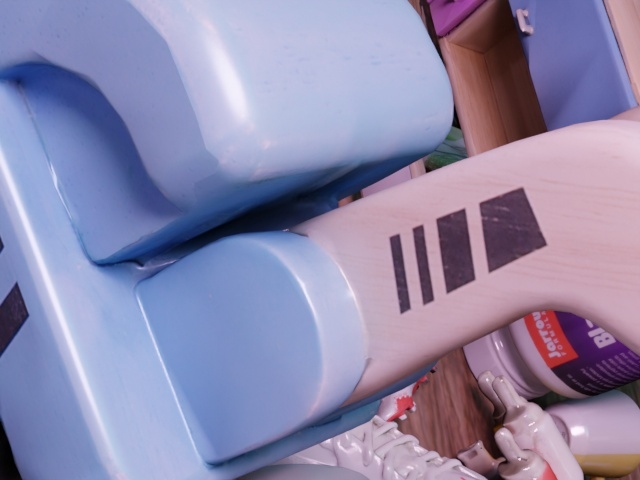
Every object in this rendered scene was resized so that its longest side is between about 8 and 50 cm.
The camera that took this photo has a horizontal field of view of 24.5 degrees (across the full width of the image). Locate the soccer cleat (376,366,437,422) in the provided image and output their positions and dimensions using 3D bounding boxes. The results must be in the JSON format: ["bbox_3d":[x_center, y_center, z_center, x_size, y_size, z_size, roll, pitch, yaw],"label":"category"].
[{"bbox_3d":[0.046,0.088,0.913,0.035,0.029,0.083,47,36,-5],"label":"soccer cleat"}]

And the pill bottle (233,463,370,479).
[{"bbox_3d":[-0.009,0.218,0.694,0.118,0.118,0.208,21,53,-40],"label":"pill bottle"}]

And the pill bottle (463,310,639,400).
[{"bbox_3d":[0.190,0.041,0.970,0.108,0.193,0.108,27,49,-36],"label":"pill bottle"}]

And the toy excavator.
[{"bbox_3d":[0.000,0.000,0.569,0.222,0.445,0.433,-13,78,-51],"label":"toy excavator"}]

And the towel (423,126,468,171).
[{"bbox_3d":[0.104,-0.055,0.993,0.152,0.023,0.113,32,17,38],"label":"towel"}]

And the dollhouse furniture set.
[{"bbox_3d":[-0.008,-0.109,0.782,0.303,0.286,0.198,12,54,-35],"label":"dollhouse furniture set"}]

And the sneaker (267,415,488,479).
[{"bbox_3d":[0.043,0.136,0.806,0.232,0.115,0.090,55,38,-9],"label":"sneaker"}]

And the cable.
[{"bbox_3d":[0.183,0.214,0.938,0.287,0.072,0.139,49,14,-12],"label":"cable"}]

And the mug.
[{"bbox_3d":[0.183,0.141,1.014,0.064,0.062,0.078,3,59,-40],"label":"mug"}]
